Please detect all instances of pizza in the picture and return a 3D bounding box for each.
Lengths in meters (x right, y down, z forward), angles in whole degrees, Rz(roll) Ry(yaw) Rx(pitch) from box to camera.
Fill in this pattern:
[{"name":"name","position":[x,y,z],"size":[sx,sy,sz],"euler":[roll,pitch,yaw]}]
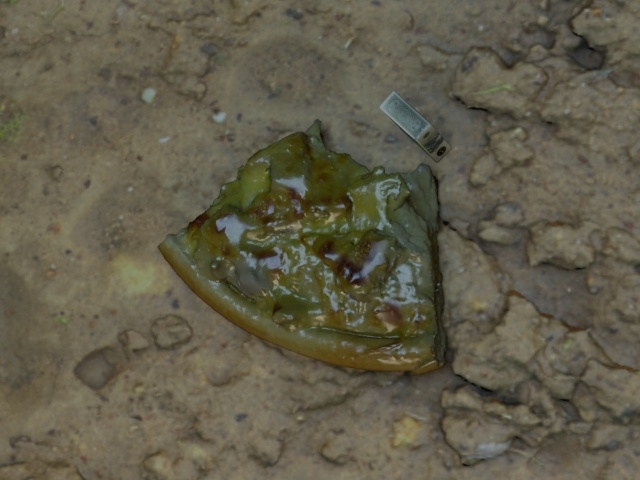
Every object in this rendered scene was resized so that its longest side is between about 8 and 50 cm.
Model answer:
[{"name":"pizza","position":[0.000,0.000,1.846],"size":[0.323,0.089,0.223],"euler":[23,88,21]}]

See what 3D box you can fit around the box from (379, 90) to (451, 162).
[{"name":"box","position":[0.092,-0.110,1.838],"size":[0.024,0.083,0.054],"euler":[-45,68,4]}]
